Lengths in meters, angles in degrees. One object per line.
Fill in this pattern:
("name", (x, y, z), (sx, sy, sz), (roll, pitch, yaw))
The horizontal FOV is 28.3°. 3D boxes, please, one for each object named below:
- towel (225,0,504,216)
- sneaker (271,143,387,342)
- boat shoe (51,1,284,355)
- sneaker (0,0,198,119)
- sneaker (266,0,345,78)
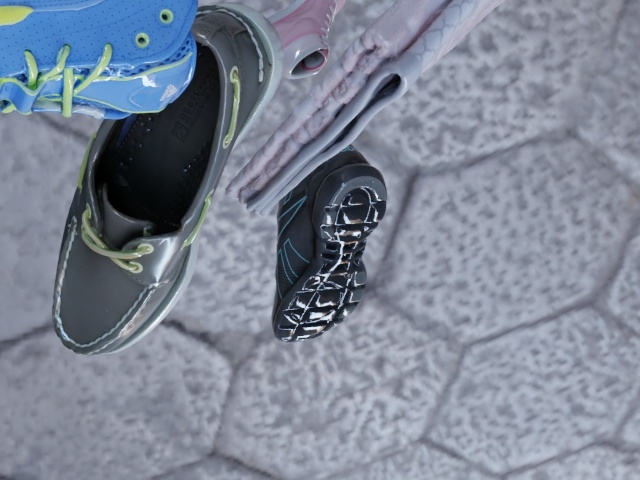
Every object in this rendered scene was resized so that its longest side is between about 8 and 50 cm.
("towel", (0.085, -0.168, 1.042), (0.317, 0.053, 0.332), (-45, -177, -28))
("sneaker", (0.000, 0.000, 1.372), (0.101, 0.106, 0.267), (-5, 135, -29))
("boat shoe", (-0.131, -0.035, 0.931), (0.109, 0.091, 0.305), (33, 112, 8))
("sneaker", (-0.115, -0.085, 0.484), (0.126, 0.240, 0.091), (35, 137, -3))
("sneaker", (-0.005, -0.199, 1.219), (0.134, 0.070, 0.051), (-39, 158, -31))
